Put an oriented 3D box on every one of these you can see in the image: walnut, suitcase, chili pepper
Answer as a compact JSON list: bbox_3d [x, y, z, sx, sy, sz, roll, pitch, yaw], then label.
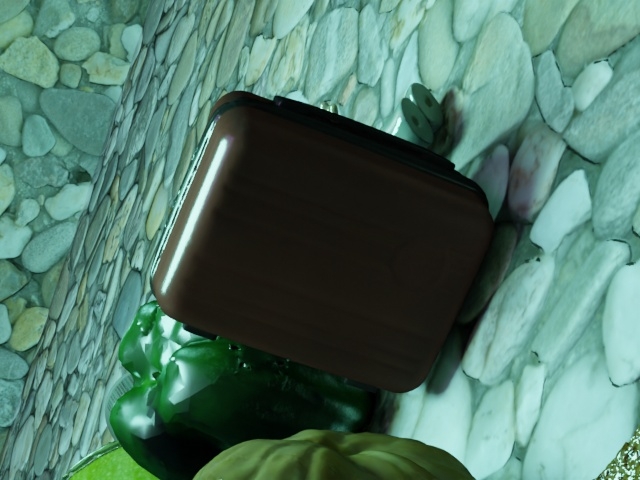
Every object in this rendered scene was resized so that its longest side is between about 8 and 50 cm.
[{"bbox_3d":[0.019,0.283,0.972,0.285,0.296,0.285,2,95,29],"label":"walnut"},{"bbox_3d":[0.000,0.000,1.206,0.161,0.297,0.236,-108,41,-68],"label":"suitcase"},{"bbox_3d":[-0.088,0.164,1.365,0.248,0.256,0.233,-47,34,36],"label":"chili pepper"}]

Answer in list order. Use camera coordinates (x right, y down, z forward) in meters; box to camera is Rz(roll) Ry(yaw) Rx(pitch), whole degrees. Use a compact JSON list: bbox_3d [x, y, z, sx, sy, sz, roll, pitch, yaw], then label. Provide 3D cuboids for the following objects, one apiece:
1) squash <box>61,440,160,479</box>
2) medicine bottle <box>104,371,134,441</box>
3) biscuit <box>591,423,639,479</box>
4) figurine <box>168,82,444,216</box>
[{"bbox_3d":[-0.179,0.422,1.380,0.263,0.263,0.384,-64,23,21],"label":"squash"},{"bbox_3d":[-0.230,0.268,1.786,0.215,0.135,0.135,25,98,68],"label":"medicine bottle"},{"bbox_3d":[0.210,0.204,0.891,0.199,0.034,0.064,-62,25,26],"label":"biscuit"},{"bbox_3d":[-0.017,-0.033,1.435,0.382,0.205,0.224,-26,20,47],"label":"figurine"}]
